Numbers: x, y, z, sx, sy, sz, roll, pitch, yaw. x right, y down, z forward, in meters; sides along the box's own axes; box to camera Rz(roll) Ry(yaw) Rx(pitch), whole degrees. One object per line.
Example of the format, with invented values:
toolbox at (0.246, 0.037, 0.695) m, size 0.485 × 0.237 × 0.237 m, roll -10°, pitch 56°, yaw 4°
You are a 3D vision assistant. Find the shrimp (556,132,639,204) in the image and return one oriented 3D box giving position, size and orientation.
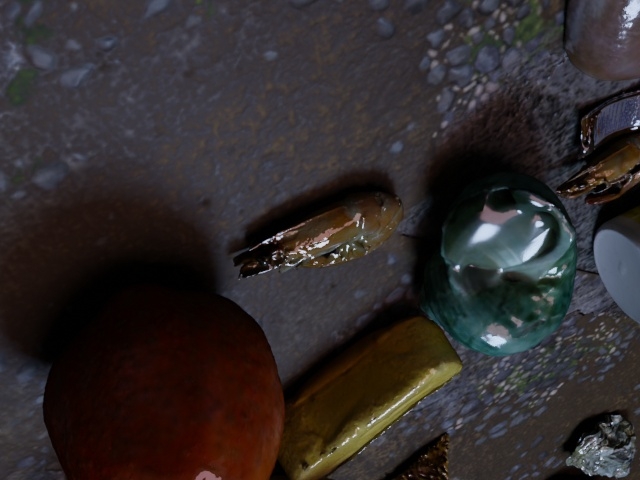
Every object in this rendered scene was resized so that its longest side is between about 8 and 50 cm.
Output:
shrimp at (0.323, -0.074, 1.021) m, size 0.162 × 0.045 × 0.095 m, roll -25°, pitch 161°, yaw -17°

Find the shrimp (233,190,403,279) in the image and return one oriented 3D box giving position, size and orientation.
shrimp at (0.000, 0.000, 0.879) m, size 0.180 × 0.041 × 0.099 m, roll -20°, pitch 153°, yaw -18°

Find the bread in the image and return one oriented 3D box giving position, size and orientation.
bread at (0.048, 0.181, 1.044) m, size 0.245 × 0.094 × 0.102 m, roll -40°, pitch 149°, yaw 8°

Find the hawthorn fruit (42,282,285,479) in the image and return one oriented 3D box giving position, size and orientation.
hawthorn fruit at (-0.130, 0.172, 0.779) m, size 0.211 × 0.262 × 0.210 m, roll -6°, pitch 141°, yaw -5°

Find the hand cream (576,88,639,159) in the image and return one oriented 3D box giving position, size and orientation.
hand cream at (0.345, -0.136, 0.972) m, size 0.163 × 0.039 × 0.062 m, roll -18°, pitch 140°, yaw -9°

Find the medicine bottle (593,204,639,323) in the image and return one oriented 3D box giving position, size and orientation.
medicine bottle at (0.475, -0.007, 1.098) m, size 0.258 × 0.143 × 0.143 m, roll -23°, pitch 139°, yaw -11°

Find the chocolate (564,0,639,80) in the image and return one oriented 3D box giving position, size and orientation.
chocolate at (0.304, -0.243, 0.798) m, size 0.161 × 0.083 × 0.261 m, roll -25°, pitch 140°, yaw -8°

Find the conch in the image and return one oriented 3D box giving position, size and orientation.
conch at (0.181, 0.027, 0.951) m, size 0.196 × 0.134 × 0.202 m, roll 38°, pitch 110°, yaw -16°

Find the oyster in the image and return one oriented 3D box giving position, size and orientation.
oyster at (0.479, 0.350, 1.519) m, size 0.177 × 0.064 × 0.125 m, roll 11°, pitch 127°, yaw -38°

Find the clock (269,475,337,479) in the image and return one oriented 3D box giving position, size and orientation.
clock at (-0.056, 0.387, 1.030) m, size 0.317 × 0.244 × 0.200 m, roll -2°, pitch 128°, yaw -16°

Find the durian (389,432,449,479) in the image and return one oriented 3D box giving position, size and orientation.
durian at (0.134, 0.433, 1.340) m, size 0.186 × 0.153 × 0.260 m, roll -13°, pitch 134°, yaw 14°
